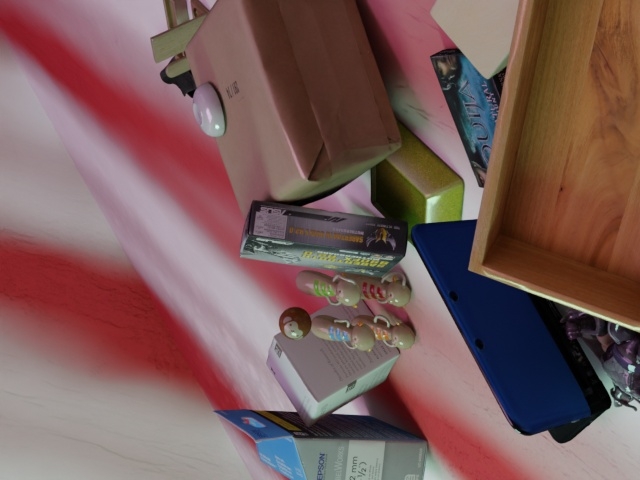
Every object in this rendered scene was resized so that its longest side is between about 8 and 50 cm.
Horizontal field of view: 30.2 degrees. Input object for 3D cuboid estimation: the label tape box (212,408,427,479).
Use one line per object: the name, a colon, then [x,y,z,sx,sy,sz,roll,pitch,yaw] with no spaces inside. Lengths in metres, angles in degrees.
label tape box: [-0.009,0.401,2.259,0.249,0.347,0.115,-171,86,-66]

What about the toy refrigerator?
toy refrigerator: [0.212,-0.279,1.189,0.102,0.094,0.269,50,159,7]

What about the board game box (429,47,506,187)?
board game box: [0.207,-0.148,1.466,0.126,0.026,0.186,12,129,63]

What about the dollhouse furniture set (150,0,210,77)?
dollhouse furniture set: [-0.283,-0.379,2.189,0.151,0.123,0.144,47,156,33]

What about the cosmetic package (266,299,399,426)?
cosmetic package: [0.019,0.217,2.174,0.151,0.183,0.151,54,159,17]

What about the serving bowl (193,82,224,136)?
serving bowl: [-0.172,-0.193,1.776,0.083,0.027,0.083,51,151,43]

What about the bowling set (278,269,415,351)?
bowling set: [0.046,0.116,1.949,0.154,0.200,0.287,11,136,41]

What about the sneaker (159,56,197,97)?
sneaker: [-0.267,-0.315,2.342,0.089,0.051,0.170,65,157,3]

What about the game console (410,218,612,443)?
game console: [0.223,0.128,1.531,0.250,0.173,0.293,108,140,-63]

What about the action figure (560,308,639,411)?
action figure: [0.359,0.118,1.361,0.185,0.099,0.285,38,156,28]

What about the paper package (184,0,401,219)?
paper package: [-0.048,-0.212,1.719,0.310,0.168,0.325,72,160,3]

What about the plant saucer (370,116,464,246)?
plant saucer: [0.129,-0.068,1.732,0.188,0.045,0.188,48,156,33]

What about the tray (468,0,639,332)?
tray: [0.271,-0.108,1.098,0.202,0.076,0.411,20,134,17]

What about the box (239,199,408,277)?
box: [0.000,0.000,1.764,0.183,0.231,0.056,126,152,-76]
